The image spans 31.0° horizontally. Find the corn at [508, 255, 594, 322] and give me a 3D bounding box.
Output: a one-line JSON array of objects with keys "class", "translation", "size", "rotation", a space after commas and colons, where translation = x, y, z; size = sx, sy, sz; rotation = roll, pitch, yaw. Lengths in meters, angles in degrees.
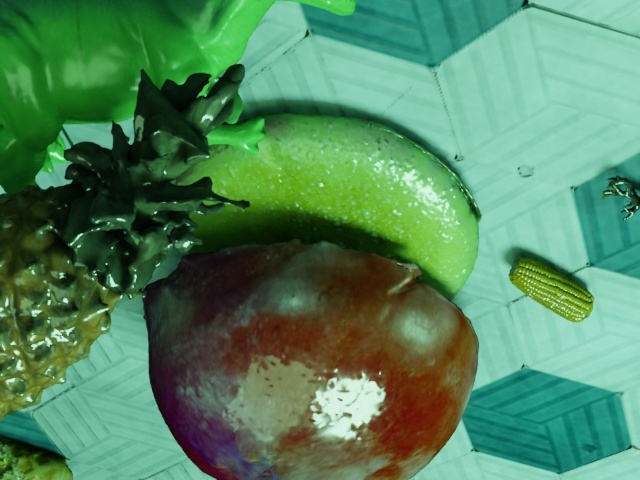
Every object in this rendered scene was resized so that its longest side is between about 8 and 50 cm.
[{"class": "corn", "translation": [0.217, 0.046, 1.080], "size": [0.092, 0.037, 0.037], "rotation": [31, 134, -14]}]

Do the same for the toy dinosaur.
[{"class": "toy dinosaur", "translation": [-0.252, -0.186, 0.877], "size": [0.500, 0.144, 0.374], "rotation": [23, 131, -18]}]

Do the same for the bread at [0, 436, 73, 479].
[{"class": "bread", "translation": [-0.365, 0.289, 1.446], "size": [0.110, 0.060, 0.066], "rotation": [21, 151, -8]}]

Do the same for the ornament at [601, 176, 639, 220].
[{"class": "ornament", "translation": [0.298, -0.051, 0.967], "size": [0.125, 0.028, 0.073], "rotation": [-7, 134, 17]}]

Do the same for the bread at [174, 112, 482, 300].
[{"class": "bread", "translation": [0.006, 0.001, 1.077], "size": [0.301, 0.045, 0.301], "rotation": [6, 138, 5]}]

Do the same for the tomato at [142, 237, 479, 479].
[{"class": "tomato", "translation": [-0.011, 0.142, 1.078], "size": [0.290, 0.176, 0.335], "rotation": [-22, 133, 31]}]

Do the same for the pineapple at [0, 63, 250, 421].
[{"class": "pineapple", "translation": [-0.174, -0.002, 0.866], "size": [0.340, 0.169, 0.169], "rotation": [-36, 121, 14]}]
